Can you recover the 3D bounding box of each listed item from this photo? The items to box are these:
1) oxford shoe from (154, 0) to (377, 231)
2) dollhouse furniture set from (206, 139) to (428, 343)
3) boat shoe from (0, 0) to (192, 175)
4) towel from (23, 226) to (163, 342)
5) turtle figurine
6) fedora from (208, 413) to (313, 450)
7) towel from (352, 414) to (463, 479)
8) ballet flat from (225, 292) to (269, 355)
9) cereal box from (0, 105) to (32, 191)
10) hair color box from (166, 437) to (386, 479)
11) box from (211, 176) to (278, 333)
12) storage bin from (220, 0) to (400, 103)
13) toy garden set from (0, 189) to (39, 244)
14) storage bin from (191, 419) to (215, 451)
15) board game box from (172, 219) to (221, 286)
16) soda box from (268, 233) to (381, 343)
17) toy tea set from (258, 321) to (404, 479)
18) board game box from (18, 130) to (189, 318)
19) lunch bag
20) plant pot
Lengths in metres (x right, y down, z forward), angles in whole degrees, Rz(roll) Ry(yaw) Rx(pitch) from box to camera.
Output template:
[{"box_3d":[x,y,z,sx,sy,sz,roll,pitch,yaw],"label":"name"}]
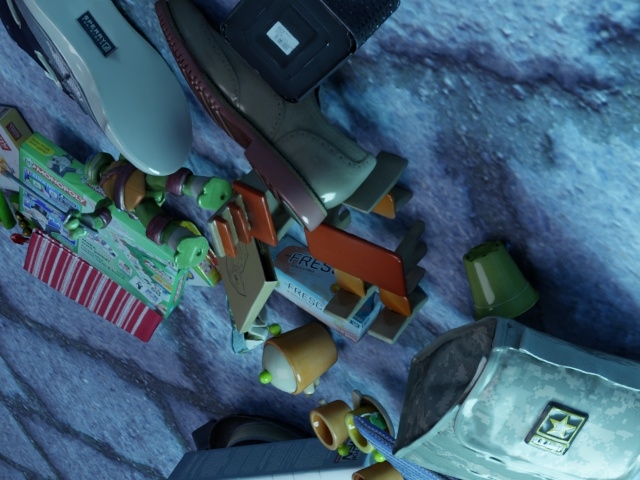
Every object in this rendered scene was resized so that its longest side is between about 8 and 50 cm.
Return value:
[{"box_3d":[-0.068,-0.174,1.406,0.348,0.130,0.123,52,177,15],"label":"oxford shoe"},{"box_3d":[0.000,0.000,1.520,0.259,0.135,0.262,23,146,29],"label":"dollhouse furniture set"},{"box_3d":[-0.306,-0.235,1.600,0.158,0.127,0.340,-1,123,59],"label":"boat shoe"},{"box_3d":[-0.403,0.081,2.130,0.275,0.031,0.199,32,150,-4],"label":"towel"},{"box_3d":[-0.280,-0.081,1.680,0.266,0.198,0.274,26,152,29],"label":"turtle figurine"},{"box_3d":[-0.106,0.476,2.233,0.334,0.152,0.334,19,140,17],"label":"fedora"},{"box_3d":[0.196,0.360,1.691,0.243,0.040,0.336,27,166,34],"label":"towel"},{"box_3d":[-0.115,0.137,1.928,0.070,0.070,0.188,29,152,20],"label":"ballet flat"},{"box_3d":[-0.569,-0.162,2.067,0.240,0.047,0.173,11,141,42],"label":"cereal box"},{"box_3d":[-0.062,0.451,2.034,0.375,0.113,0.185,-10,110,22],"label":"hair color box"},{"box_3d":[-0.112,0.025,1.712,0.201,0.021,0.164,123,134,-61],"label":"box"},{"box_3d":[-0.015,-0.239,1.264,0.122,0.084,0.180,45,150,-8],"label":"storage bin"},{"box_3d":[-0.504,0.007,2.176,0.244,0.049,0.203,19,149,16],"label":"toy garden set"},{"box_3d":[-0.201,0.430,2.414,0.135,0.098,0.091,62,173,-34],"label":"storage bin"},{"box_3d":[-0.264,0.019,1.970,0.259,0.039,0.124,0,132,46],"label":"board game box"},{"box_3d":[-0.003,0.067,1.696,0.183,0.058,0.063,33,150,14],"label":"soda box"},{"box_3d":[0.004,0.280,1.831,0.336,0.124,0.200,51,153,21],"label":"toy tea set"},{"box_3d":[-0.354,-0.020,1.931,0.317,0.046,0.213,36,149,5],"label":"board game box"},{"box_3d":[0.251,0.199,1.409,0.235,0.168,0.287,19,152,-10],"label":"lunch bag"},{"box_3d":[0.207,0.045,1.407,0.083,0.083,0.079,-4,116,52],"label":"plant pot"}]
